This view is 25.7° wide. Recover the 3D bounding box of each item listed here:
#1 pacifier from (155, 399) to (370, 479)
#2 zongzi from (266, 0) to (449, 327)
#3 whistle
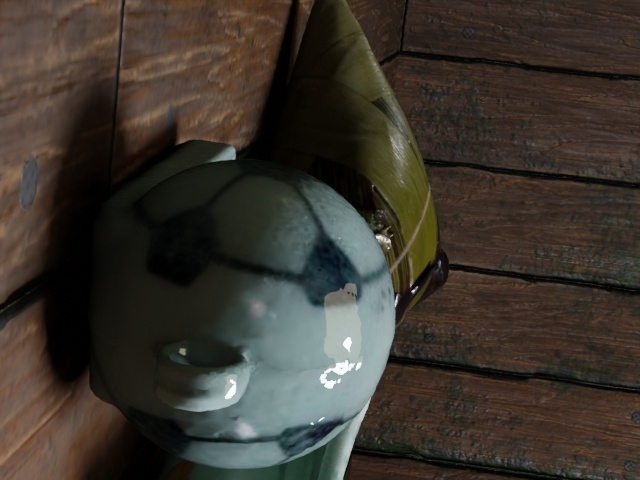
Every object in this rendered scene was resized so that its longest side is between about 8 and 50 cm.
[{"bbox_3d":[-0.001,0.243,0.856,0.288,0.269,0.343,-57,-175,33],"label":"pacifier"},{"bbox_3d":[-0.002,-0.069,1.146,0.289,0.154,0.317,-28,106,-78],"label":"zongzi"},{"bbox_3d":[-0.035,0.026,0.718,0.289,0.163,0.163,-61,158,-73],"label":"whistle"}]
